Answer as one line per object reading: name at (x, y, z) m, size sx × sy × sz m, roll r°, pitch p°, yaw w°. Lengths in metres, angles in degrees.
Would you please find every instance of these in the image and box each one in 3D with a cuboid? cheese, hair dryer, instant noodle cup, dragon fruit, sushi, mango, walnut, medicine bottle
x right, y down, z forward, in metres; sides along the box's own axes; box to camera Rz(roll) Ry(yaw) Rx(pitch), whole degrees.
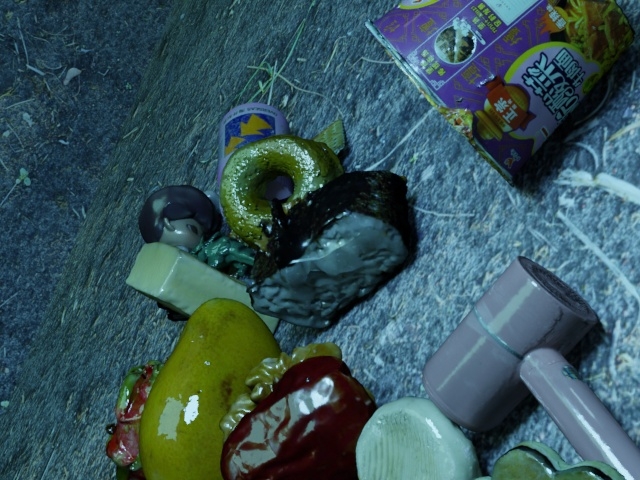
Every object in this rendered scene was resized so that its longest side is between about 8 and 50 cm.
cheese at (-0.244, 0.113, 1.668) m, size 0.242 × 0.265 × 0.124 m, roll 17°, pitch 79°, yaw 61°
hair dryer at (0.270, 0.200, 0.929) m, size 0.210 × 0.125 × 0.352 m, roll -53°, pitch 37°, yaw 19°
instant noodle cup at (0.269, -0.282, 1.152) m, size 0.266 × 0.340 × 0.340 m, roll -41°, pitch 33°, yaw 15°
dragon fruit at (-0.308, 0.370, 1.598) m, size 0.302 × 0.231 × 0.237 m, roll -62°, pitch 38°, yaw 22°
sushi at (0.000, 0.000, 1.416) m, size 0.348 × 0.234 × 0.207 m, roll -35°, pitch 37°, yaw 34°
mango at (-0.179, 0.291, 1.405) m, size 0.221 × 0.264 × 0.378 m, roll -19°, pitch 58°, yaw 54°
walnut at (-0.039, 0.292, 1.195) m, size 0.269 × 0.244 × 0.222 m, roll -40°, pitch -14°, yaw 0°
medicine bottle at (-0.151, -0.173, 1.854) m, size 0.178 × 0.178 × 0.290 m, roll -44°, pitch 33°, yaw 30°

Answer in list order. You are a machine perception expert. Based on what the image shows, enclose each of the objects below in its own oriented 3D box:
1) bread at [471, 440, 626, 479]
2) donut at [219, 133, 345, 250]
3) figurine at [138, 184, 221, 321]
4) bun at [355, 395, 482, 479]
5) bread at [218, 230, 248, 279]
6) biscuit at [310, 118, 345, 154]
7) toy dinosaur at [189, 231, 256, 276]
bread at (0.247, 0.316, 0.840) m, size 0.286 × 0.056 × 0.207 m, roll -22°, pitch 75°, yaw 48°
donut at (-0.088, -0.103, 1.617) m, size 0.272 × 0.107 × 0.272 m, roll -3°, pitch 79°, yaw 17°
figurine at (-0.341, 0.011, 1.996) m, size 0.206 × 0.218 × 0.365 m, roll -34°, pitch 47°, yaw 12°
bun at (0.136, 0.298, 1.053) m, size 0.183 × 0.102 × 0.183 m, roll -6°, pitch 81°, yaw 41°
bread at (-0.215, 0.049, 1.900) m, size 0.154 × 0.054 × 0.136 m, roll -35°, pitch 44°, yaw 39°
biscuit at (0.000, -0.193, 1.737) m, size 0.144 × 0.016 × 0.203 m, roll -36°, pitch 24°, yaw 17°
toy dinosaur at (-0.214, 0.048, 1.795) m, size 0.292 × 0.079 × 0.120 m, roll 21°, pitch 66°, yaw 48°
